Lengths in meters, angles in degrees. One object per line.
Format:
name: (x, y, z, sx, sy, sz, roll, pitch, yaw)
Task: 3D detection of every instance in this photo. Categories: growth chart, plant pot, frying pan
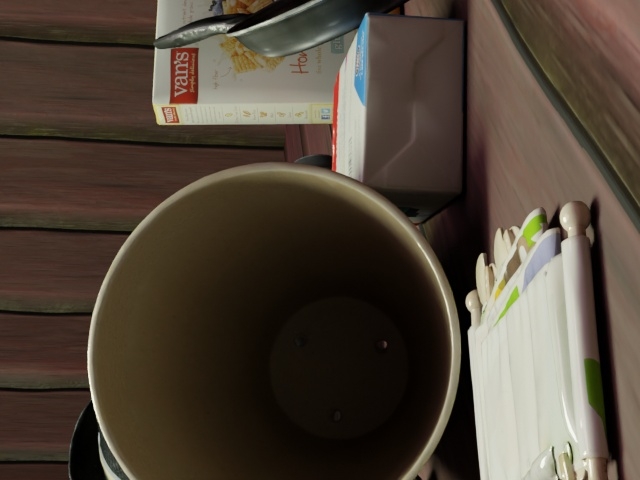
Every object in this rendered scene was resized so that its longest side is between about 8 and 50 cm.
growth chart: (0.111, 0.069, 0.662, 0.237, 0.021, 0.172, 109, 162, -73)
plant pot: (-0.010, 0.092, 0.939, 0.274, 0.256, 0.257, 38, -128, -77)
frying pan: (-0.038, -0.182, 1.014, 0.053, 0.326, 0.197, 63, -153, -14)

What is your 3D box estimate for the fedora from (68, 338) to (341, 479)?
fedora: (-0.113, 0.167, 1.259, 0.334, 0.333, 0.153, -94, -6, -47)

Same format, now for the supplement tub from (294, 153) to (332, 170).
supplement tub: (0.000, 0.000, 1.426, 0.106, 0.106, 0.198, 102, 169, -63)

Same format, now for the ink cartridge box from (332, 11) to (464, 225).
ink cartridge box: (0.056, -0.086, 0.988, 0.231, 0.078, 0.134, 131, 141, -82)

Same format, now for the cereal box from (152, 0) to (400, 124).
cereal box: (-0.041, -0.197, 1.190, 0.047, 0.240, 0.173, 91, 178, -66)

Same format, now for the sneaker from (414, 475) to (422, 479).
sneaker: (0.034, 0.321, 0.956, 0.100, 0.107, 0.272, 147, 123, -81)
